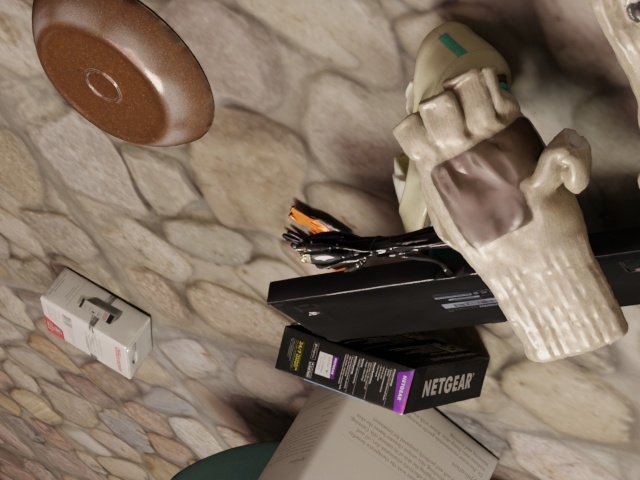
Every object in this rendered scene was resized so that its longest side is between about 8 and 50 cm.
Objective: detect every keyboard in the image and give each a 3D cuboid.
[{"bbox_3d":[0.105,0.022,0.893,0.317,0.033,0.201,-10,155,24],"label":"keyboard"}]

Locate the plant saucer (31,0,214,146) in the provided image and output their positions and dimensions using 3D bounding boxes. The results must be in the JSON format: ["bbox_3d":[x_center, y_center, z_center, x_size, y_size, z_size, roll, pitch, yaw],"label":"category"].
[{"bbox_3d":[-0.189,-0.151,1.077,0.199,0.036,0.198,24,149,16],"label":"plant saucer"}]

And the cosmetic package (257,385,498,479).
[{"bbox_3d":[0.009,0.333,1.249,0.197,0.365,0.155,40,150,-8],"label":"cosmetic package"}]

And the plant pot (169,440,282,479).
[{"bbox_3d":[-0.029,0.366,1.478,0.195,0.290,0.290,-35,112,21],"label":"plant pot"}]

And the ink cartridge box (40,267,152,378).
[{"bbox_3d":[-0.288,0.109,1.536,0.135,0.056,0.099,29,151,10],"label":"ink cartridge box"}]

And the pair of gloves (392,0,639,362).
[{"bbox_3d":[0.180,-0.047,0.743,0.240,0.042,0.204,-32,100,28],"label":"pair of gloves"}]

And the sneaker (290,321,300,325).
[{"bbox_3d":[-0.005,0.122,1.290,0.083,0.035,0.031,44,149,-17],"label":"sneaker"}]

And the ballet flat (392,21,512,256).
[{"bbox_3d":[0.093,-0.065,0.888,0.086,0.086,0.248,26,148,15],"label":"ballet flat"}]

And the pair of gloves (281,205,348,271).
[{"bbox_3d":[0.000,0.000,1.131,0.074,0.010,0.083,30,153,5],"label":"pair of gloves"}]

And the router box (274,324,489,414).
[{"bbox_3d":[0.061,0.113,1.097,0.133,0.046,0.179,16,-173,29],"label":"router box"}]
